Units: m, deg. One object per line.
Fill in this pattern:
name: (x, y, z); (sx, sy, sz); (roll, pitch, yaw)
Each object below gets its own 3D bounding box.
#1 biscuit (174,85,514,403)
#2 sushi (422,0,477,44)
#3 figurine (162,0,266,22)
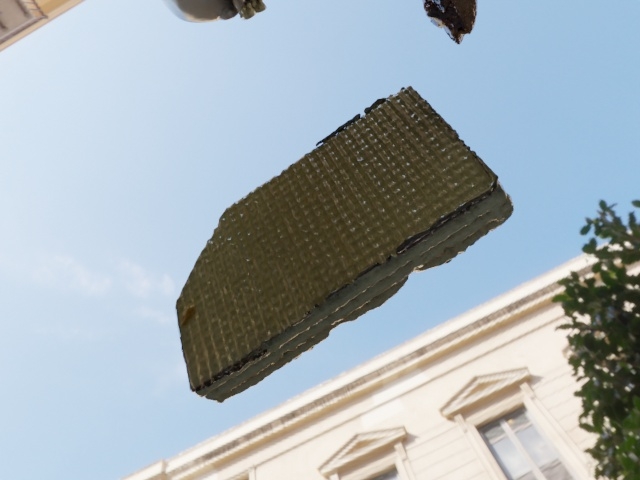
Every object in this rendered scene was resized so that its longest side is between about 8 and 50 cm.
biscuit: (0.000, 0.000, 0.407); (0.252, 0.150, 0.052); (-34, -46, 6)
sushi: (0.115, -0.232, 0.507); (0.047, 0.050, 0.099); (-32, -90, -10)
figurine: (-0.145, -0.374, 0.597); (0.127, 0.155, 0.235); (-34, -41, -19)
